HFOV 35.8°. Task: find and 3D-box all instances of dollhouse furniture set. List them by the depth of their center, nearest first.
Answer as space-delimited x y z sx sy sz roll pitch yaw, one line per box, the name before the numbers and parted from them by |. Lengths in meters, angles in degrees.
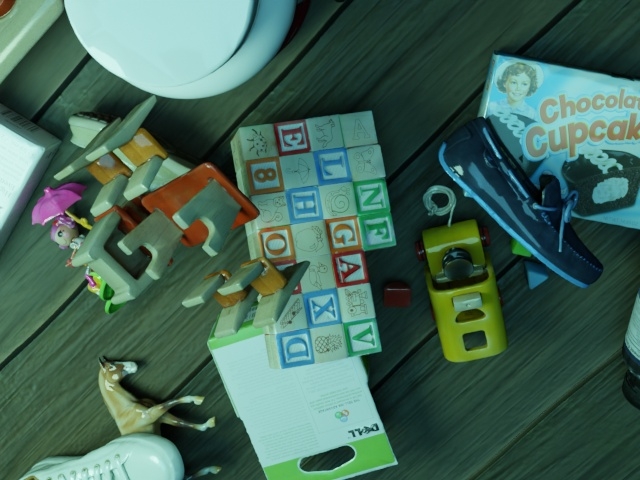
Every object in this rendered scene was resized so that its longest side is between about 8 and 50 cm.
dollhouse furniture set | -0.168 -0.023 1.130 0.262 0.135 0.259 47 142 -19

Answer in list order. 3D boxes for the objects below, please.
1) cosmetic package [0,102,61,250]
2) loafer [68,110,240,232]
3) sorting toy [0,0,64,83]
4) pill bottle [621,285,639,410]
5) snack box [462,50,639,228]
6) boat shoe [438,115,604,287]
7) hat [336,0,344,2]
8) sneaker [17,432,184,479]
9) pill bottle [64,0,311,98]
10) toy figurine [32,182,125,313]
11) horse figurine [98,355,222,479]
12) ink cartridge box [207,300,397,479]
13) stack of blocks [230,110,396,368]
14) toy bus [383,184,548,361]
cosmetic package | -0.456 -0.063 1.320 0.117 0.085 0.231 31 104 -5
loafer | -0.213 -0.082 1.291 0.268 0.102 0.092 27 100 -5
sorting toy | -0.484 -0.268 1.244 0.307 0.041 0.229 -44 74 14
pill bottle | 0.465 0.118 1.289 0.123 0.123 0.219 6 120 2
snack box | 0.359 -0.120 1.266 0.322 0.060 0.187 10 108 1
boat shoe | 0.261 -0.046 1.212 0.258 0.109 0.089 40 106 -13
hat | -0.003 -0.435 1.066 0.134 0.331 0.331 -27 103 9
sneaker | -0.319 0.347 1.364 0.290 0.123 0.106 -20 95 29
pill bottle | -0.132 -0.277 1.069 0.229 0.407 0.229 1 106 4
toy figurine | -0.313 -0.004 1.329 0.159 0.130 0.173 36 138 8
horse figurine | -0.230 0.296 1.416 0.174 0.066 0.263 2 113 16
ink cartridge box | -0.020 0.204 1.366 0.189 0.097 0.255 -18 106 8
stack of blocks | 0.000 0.000 1.237 0.171 0.087 0.297 -9 85 -13
toy bus | 0.187 0.061 1.295 0.202 0.104 0.191 26 116 -15
